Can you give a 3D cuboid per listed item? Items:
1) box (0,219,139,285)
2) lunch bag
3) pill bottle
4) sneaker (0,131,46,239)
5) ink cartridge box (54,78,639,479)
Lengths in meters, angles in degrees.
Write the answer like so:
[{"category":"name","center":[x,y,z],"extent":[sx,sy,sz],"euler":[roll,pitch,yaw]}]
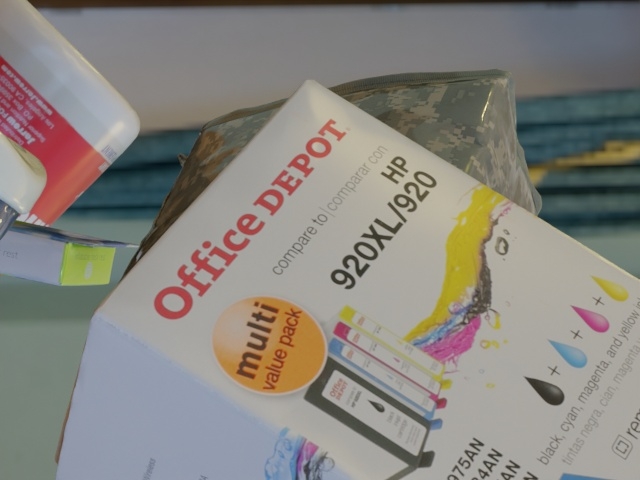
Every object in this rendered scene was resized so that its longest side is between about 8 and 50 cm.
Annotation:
[{"category":"box","center":[-0.253,0.005,1.451],"extent":[0.109,0.178,0.042],"euler":[0,101,-75]},{"category":"lunch bag","center":[0.000,0.000,1.339],"extent":[0.235,0.287,0.169],"euler":[-67,149,-46]},{"category":"pill bottle","center":[-0.386,-0.045,1.670],"extent":[0.229,0.408,0.229],"euler":[44,-3,3]},{"category":"sneaker","center":[-0.341,-0.078,1.091],"extent":[0.148,0.350,0.131],"euler":[-55,155,-4]},{"category":"ink cartridge box","center":[0.030,0.086,0.737],"extent":[0.171,0.232,0.168],"euler":[-50,167,-39]}]
